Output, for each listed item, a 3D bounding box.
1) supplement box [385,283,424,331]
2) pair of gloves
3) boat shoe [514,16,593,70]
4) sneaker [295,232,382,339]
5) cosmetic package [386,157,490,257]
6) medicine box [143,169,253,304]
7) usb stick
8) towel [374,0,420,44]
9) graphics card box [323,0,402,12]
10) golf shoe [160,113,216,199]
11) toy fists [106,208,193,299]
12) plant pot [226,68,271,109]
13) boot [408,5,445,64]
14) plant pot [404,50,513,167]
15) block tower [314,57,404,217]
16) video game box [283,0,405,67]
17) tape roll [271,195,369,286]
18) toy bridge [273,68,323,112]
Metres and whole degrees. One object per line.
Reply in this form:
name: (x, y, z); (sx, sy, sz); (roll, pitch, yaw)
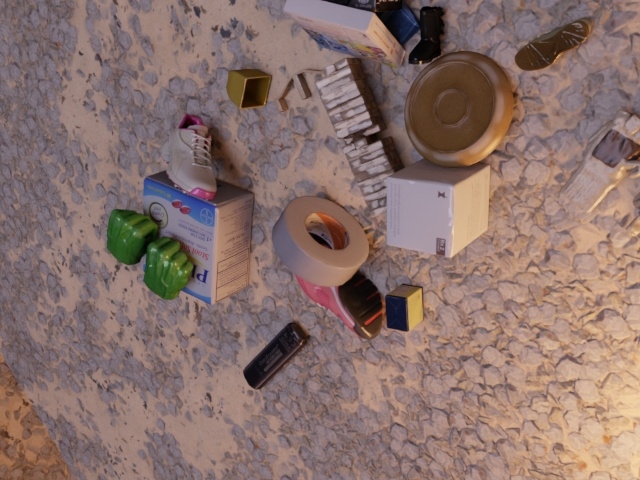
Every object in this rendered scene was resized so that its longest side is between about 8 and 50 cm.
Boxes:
supplement box: (0.195, 0.154, 1.766); (0.056, 0.083, 0.083); (8, 112, 34)
pair of gloves: (0.588, -0.110, 1.399); (0.240, 0.042, 0.204); (35, 122, 19)
boat shoe: (0.432, -0.365, 1.418); (0.056, 0.048, 0.153); (53, 137, -8)
sneaker: (0.035, 0.122, 1.875); (0.314, 0.116, 0.136); (52, 140, 17)
cosmetic package: (0.243, -0.074, 1.575); (0.151, 0.183, 0.151); (12, 114, 33)
medicine box: (-0.331, -0.018, 2.047); (0.263, 0.149, 0.289); (21, 119, 29)
usb stick: (-0.127, 0.320, 2.096); (0.077, 0.045, 0.278); (54, 130, 15)
towel: (0.153, -0.470, 1.587); (0.119, 0.029, 0.067); (53, 130, 7)
graphics card box: (0.055, -0.651, 1.525); (0.232, 0.094, 0.371); (17, 116, 41)
golf shoe: (-0.323, -0.215, 1.928); (0.140, 0.115, 0.306); (-60, 38, 20)
toy fists: (-0.446, 0.023, 1.991); (0.279, 0.096, 0.142); (40, 137, 17)
plant pot: (-0.182, -0.374, 1.843); (0.083, 0.081, 0.081); (38, 127, 31)
boot: (0.209, -0.408, 1.515); (0.045, 0.121, 0.099); (13, 121, 30)
plant pot: (0.267, -0.265, 1.532); (0.236, 0.032, 0.236); (-1, 88, 33)
block tower: (0.097, -0.225, 1.670); (0.091, 0.097, 0.335); (-21, 94, 25)
video game box: (0.053, -0.432, 1.579); (0.205, 0.187, 0.048); (23, 88, 27)
tape roll: (0.000, 0.000, 1.762); (0.219, 0.219, 0.072); (47, 130, 12)
toy bridge: (-0.043, -0.359, 1.778); (0.188, 0.026, 0.063); (-20, 95, 40)
